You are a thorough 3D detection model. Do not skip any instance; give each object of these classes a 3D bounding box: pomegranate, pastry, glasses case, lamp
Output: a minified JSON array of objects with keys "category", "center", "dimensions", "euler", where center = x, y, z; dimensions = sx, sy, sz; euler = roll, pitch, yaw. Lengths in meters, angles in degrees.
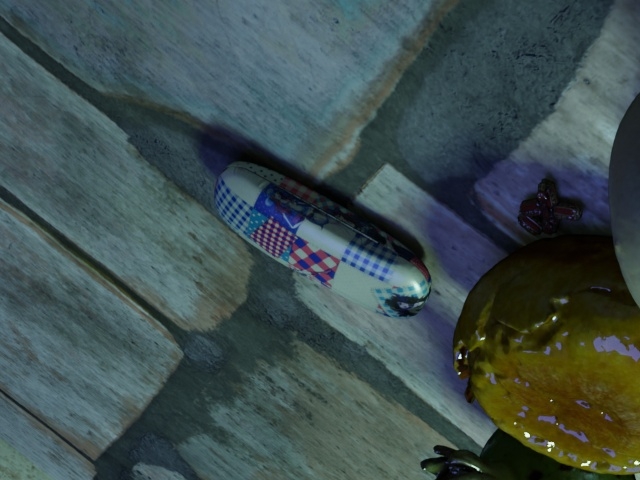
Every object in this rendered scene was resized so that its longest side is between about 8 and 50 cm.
[{"category":"pomegranate","center":[0.278,0.323,1.484],"dimensions":[0.306,0.242,0.242],"euler":[39,148,-15]},{"category":"pastry","center":[0.324,0.143,1.299],"dimensions":[0.356,0.164,0.356],"euler":[20,140,18]},{"category":"glasses case","center":[0.000,0.000,1.501],"dimensions":[0.327,0.076,0.125],"euler":[29,144,10]},{"category":"lamp","center":[0.253,-0.033,1.272],"dimensions":[0.063,0.031,0.083],"euler":[41,151,-4]}]

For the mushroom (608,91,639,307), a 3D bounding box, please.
[{"category":"mushroom","center":[0.369,-0.042,0.989],"dimensions":[0.292,0.292,0.290],"euler":[43,176,-8]}]
